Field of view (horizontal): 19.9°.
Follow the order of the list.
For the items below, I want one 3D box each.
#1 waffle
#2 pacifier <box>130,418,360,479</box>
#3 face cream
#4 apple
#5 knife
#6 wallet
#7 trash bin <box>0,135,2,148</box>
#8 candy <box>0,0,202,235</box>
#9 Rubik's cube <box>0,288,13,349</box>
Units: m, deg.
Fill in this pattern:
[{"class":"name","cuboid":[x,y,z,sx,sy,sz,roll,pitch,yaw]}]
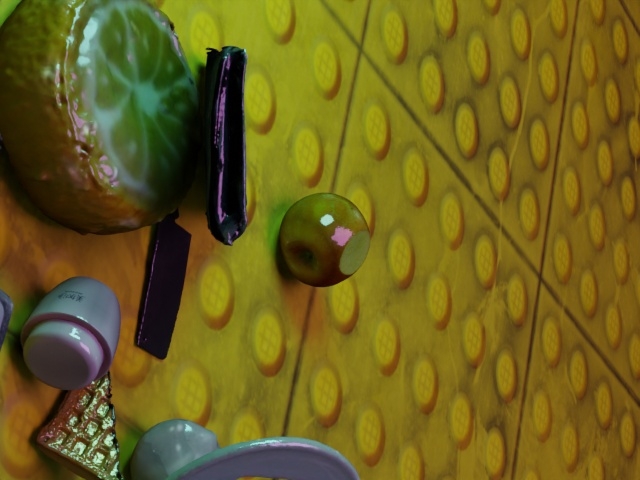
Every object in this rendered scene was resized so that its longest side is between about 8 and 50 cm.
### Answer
[{"class":"waffle","cuboid":[-0.211,0.171,1.800,0.097,0.023,0.153,30,46,-4]},{"class":"pacifier","cuboid":[-0.128,0.286,1.817,0.288,0.269,0.343,11,120,-35]},{"class":"face cream","cuboid":[-0.236,0.088,1.750,0.095,0.091,0.091,-72,145,-49]},{"class":"apple","cuboid":[0.000,0.000,2.190,0.102,0.099,0.114,-32,140,-49]},{"class":"knife","cuboid":[-0.162,0.006,1.978,0.072,0.019,0.245,39,56,-58]},{"class":"wallet","cuboid":[-0.099,-0.105,1.893,0.379,0.046,0.191,-122,-149,-84]},{"class":"trash bin","cuboid":[-0.378,-0.056,1.449,0.184,0.162,0.234,55,46,-43]},{"class":"candy","cuboid":[-0.217,-0.133,1.798,0.260,0.118,0.260,30,55,-56]},{"class":"Rubik's cube","cuboid":[-0.426,0.103,1.177,0.304,0.301,0.305,46,47,-49]}]
